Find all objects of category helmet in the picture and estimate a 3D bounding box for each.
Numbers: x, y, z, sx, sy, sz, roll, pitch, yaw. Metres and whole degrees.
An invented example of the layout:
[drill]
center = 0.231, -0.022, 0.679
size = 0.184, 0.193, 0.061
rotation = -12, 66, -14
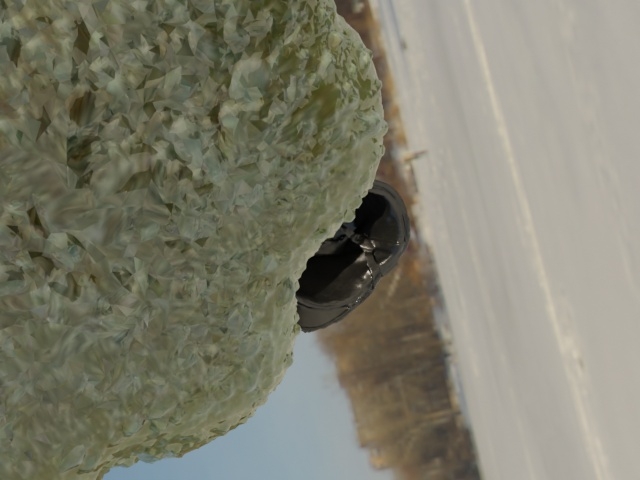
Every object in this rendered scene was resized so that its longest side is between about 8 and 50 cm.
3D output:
[helmet]
center = -0.002, 0.001, 0.574
size = 0.049, 0.084, 0.065
rotation = 32, 159, 53

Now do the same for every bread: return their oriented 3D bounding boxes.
[bread]
center = -0.074, -0.004, 0.358
size = 0.056, 0.286, 0.207
rotation = 33, 171, 48
